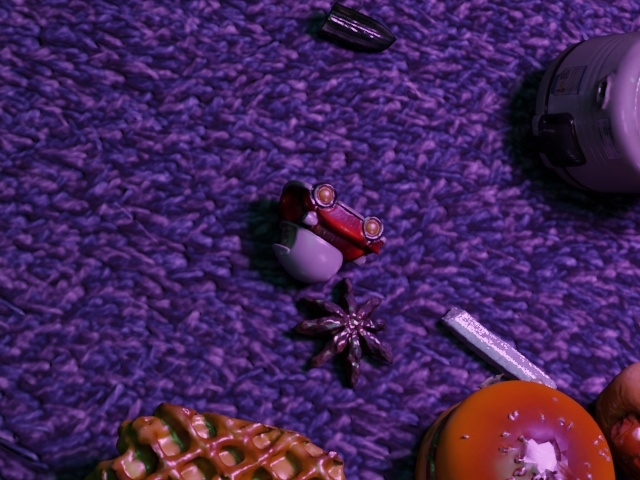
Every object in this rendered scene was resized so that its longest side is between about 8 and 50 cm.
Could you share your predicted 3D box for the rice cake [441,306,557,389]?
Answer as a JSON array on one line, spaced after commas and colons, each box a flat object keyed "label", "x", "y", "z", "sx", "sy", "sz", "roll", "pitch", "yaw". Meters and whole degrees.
[{"label": "rice cake", "x": 0.225, "y": 0.143, "z": 1.726, "sx": 0.170, "sy": 0.029, "sz": 0.033, "roll": 38, "pitch": 68, "yaw": 1}]

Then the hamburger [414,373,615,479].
[{"label": "hamburger", "x": 0.238, "y": 0.270, "z": 1.597, "sx": 0.246, "sy": 0.170, "sz": 0.246, "roll": 6, "pitch": 68, "yaw": -14}]

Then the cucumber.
[{"label": "cucumber", "x": 0.051, "y": -0.280, "z": 1.837, "sx": 0.105, "sy": 0.048, "sz": 0.048, "roll": 20, "pitch": 63, "yaw": -15}]

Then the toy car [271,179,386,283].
[{"label": "toy car", "x": 0.000, "y": 0.000, "z": 1.676, "sx": 0.139, "sy": 0.112, "sz": 0.112, "roll": 31, "pitch": 76, "yaw": -14}]

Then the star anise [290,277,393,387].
[{"label": "star anise", "x": 0.030, "y": 0.108, "z": 1.668, "sx": 0.141, "sy": 0.042, "sz": 0.141, "roll": 7, "pitch": 65, "yaw": -14}]

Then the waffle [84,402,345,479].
[{"label": "waffle", "x": -0.100, "y": 0.325, "z": 1.477, "sx": 0.324, "sy": 0.151, "sz": 0.261, "roll": 17, "pitch": 67, "yaw": -12}]

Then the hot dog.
[{"label": "hot dog", "x": 0.470, "y": 0.258, "z": 1.696, "sx": 0.256, "sy": 0.150, "sz": 0.153, "roll": 18, "pitch": 55, "yaw": -11}]

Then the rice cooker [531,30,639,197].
[{"label": "rice cooker", "x": 0.409, "y": -0.164, "z": 1.803, "sx": 0.226, "sy": 0.244, "sz": 0.226, "roll": -3, "pitch": 95, "yaw": -30}]
